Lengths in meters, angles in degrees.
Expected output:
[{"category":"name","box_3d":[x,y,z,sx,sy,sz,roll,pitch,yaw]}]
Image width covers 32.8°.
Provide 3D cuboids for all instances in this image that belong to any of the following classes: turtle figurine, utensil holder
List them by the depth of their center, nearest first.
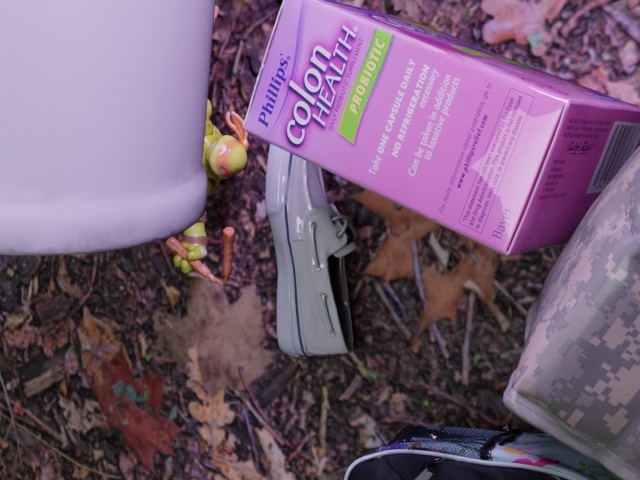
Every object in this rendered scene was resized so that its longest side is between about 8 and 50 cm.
[{"category":"utensil holder","box_3d":[-0.238,-0.221,0.873,0.328,0.328,0.385,17,109,29]},{"category":"turtle figurine","box_3d":[-0.146,-0.099,1.093,0.217,0.087,0.269,7,106,38]}]

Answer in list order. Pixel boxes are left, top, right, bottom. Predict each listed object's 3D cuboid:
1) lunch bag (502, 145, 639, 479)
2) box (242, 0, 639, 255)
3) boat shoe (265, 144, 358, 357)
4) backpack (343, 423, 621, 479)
[{"category":"lunch bag","box_3d":[0.259,0.014,0.752,0.169,0.287,0.235,32,112,4]},{"category":"box","box_3d":[0.106,-0.095,0.866,0.243,0.213,0.117,27,107,28]},{"category":"boat shoe","box_3d":[0.000,0.000,1.026,0.076,0.083,0.226,2,106,20]},{"category":"backpack","box_3d":[0.164,0.259,0.868,0.253,0.191,0.225,-5,93,39]}]
